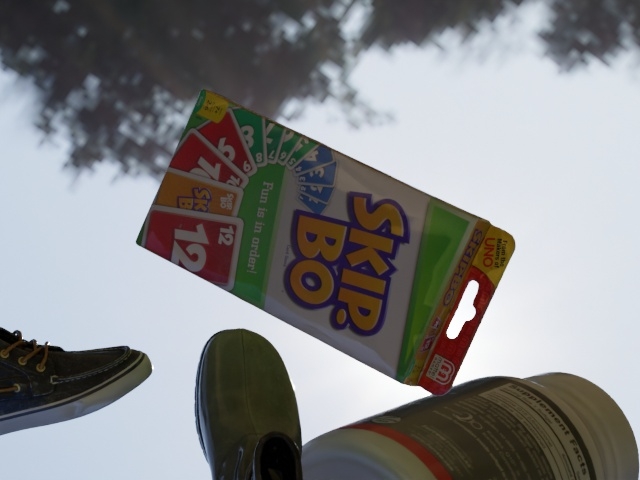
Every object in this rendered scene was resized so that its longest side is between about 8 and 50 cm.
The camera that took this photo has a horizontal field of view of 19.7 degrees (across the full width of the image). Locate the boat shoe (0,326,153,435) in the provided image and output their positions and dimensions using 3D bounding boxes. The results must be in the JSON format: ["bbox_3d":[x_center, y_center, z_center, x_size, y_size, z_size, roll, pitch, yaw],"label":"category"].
[{"bbox_3d":[-0.225,0.096,1.404,0.065,0.183,0.083,-97,-11,-73],"label":"boat shoe"}]

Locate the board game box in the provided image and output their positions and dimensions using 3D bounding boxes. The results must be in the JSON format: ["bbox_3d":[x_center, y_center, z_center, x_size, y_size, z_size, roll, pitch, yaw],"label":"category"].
[{"bbox_3d":[0.000,0.000,1.281,0.259,0.124,0.039,26,-175,23],"label":"board game box"}]

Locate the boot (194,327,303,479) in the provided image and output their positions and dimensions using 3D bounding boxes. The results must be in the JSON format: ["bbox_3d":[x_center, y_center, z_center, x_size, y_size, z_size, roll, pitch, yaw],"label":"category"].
[{"bbox_3d":[-0.039,0.165,1.366,0.083,0.161,0.246,-1,-110,-12],"label":"boot"}]

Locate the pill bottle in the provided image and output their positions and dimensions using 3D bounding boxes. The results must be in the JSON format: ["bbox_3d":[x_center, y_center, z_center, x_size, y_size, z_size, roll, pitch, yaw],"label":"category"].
[{"bbox_3d":[0.136,0.241,1.713,0.210,0.210,0.363,45,-148,23],"label":"pill bottle"}]
